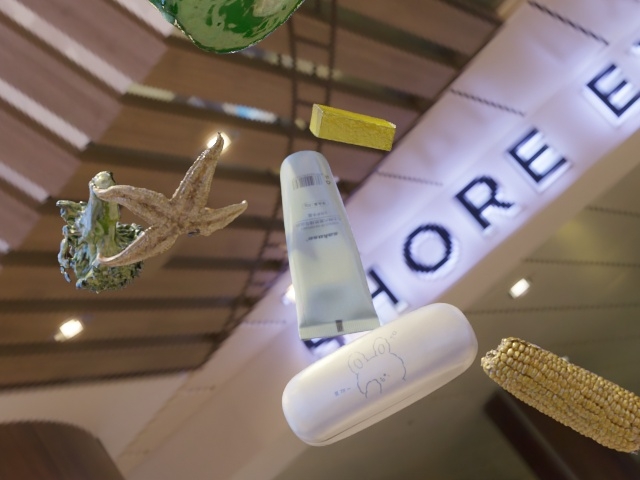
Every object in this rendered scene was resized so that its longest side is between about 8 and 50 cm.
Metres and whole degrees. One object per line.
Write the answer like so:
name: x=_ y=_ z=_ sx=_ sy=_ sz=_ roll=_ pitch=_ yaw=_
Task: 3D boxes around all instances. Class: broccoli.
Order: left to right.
broccoli: x=-0.430 y=-0.041 z=2.283 sx=0.177 sy=0.198 sz=0.275 roll=-22 pitch=-50 yaw=-24

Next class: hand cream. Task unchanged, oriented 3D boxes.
hand cream: x=0.000 y=0.000 z=1.647 sx=0.109 sy=0.321 sz=0.067 roll=-7 pitch=-40 yaw=-6

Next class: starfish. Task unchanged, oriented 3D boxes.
starfish: x=-0.231 y=-0.047 z=1.718 sx=0.247 sy=0.050 sz=0.138 roll=-23 pitch=-64 yaw=0

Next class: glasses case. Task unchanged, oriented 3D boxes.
glasses case: x=0.066 y=0.150 z=1.323 sx=0.233 sy=0.092 sz=0.059 roll=-27 pitch=-38 yaw=4

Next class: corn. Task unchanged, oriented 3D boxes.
corn: x=0.397 y=0.244 z=1.885 sx=0.106 sy=0.293 sz=0.106 roll=-60 pitch=-5 yaw=-9

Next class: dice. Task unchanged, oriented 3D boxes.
dice: x=-0.176 y=-0.480 z=1.774 sx=0.287 sy=0.297 sz=0.300 roll=-42 pitch=-26 yaw=7

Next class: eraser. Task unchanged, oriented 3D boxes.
eraser: x=0.050 y=-0.180 z=1.870 sx=0.122 sy=0.097 sz=0.045 roll=10 pitch=-79 yaw=-11
